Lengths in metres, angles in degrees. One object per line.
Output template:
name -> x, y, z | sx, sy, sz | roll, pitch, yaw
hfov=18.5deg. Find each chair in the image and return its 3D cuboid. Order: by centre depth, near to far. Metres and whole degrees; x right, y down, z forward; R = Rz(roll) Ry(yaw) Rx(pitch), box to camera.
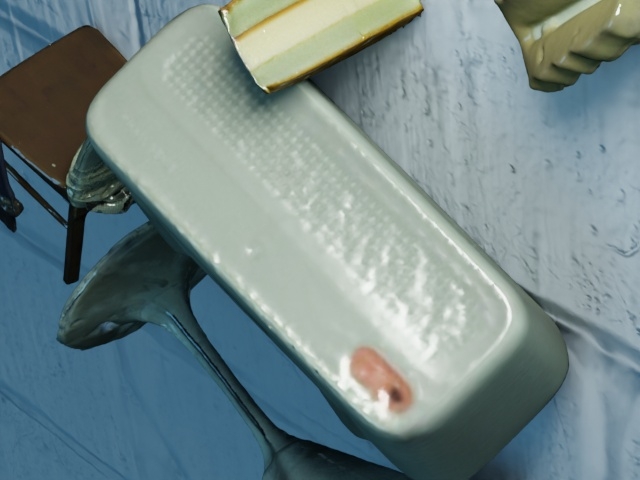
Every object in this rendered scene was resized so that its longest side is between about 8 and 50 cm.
chair -> -0.218, -0.115, 1.851 | 0.186, 0.160, 0.319 | 46, 152, 16

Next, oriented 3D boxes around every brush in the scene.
brush -> 0.217, -0.176, 1.245 | 0.301, 0.071, 0.084 | -27, 91, 55

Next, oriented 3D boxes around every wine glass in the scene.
wine glass -> -0.048, 0.176, 1.802 | 0.406, 0.267, 0.267 | 53, 150, 19

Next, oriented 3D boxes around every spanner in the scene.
spanner -> -0.306, -0.079, 1.847 | 0.046, 0.012, 0.208 | 34, 149, 27

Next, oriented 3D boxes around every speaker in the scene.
speaker -> 0.000, 0.000, 1.545 | 0.406, 0.183, 0.184 | 45, 179, 20

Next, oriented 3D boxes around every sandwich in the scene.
sandwich -> -0.020, -0.160, 1.503 | 0.079, 0.163, 0.113 | 60, 151, -3
